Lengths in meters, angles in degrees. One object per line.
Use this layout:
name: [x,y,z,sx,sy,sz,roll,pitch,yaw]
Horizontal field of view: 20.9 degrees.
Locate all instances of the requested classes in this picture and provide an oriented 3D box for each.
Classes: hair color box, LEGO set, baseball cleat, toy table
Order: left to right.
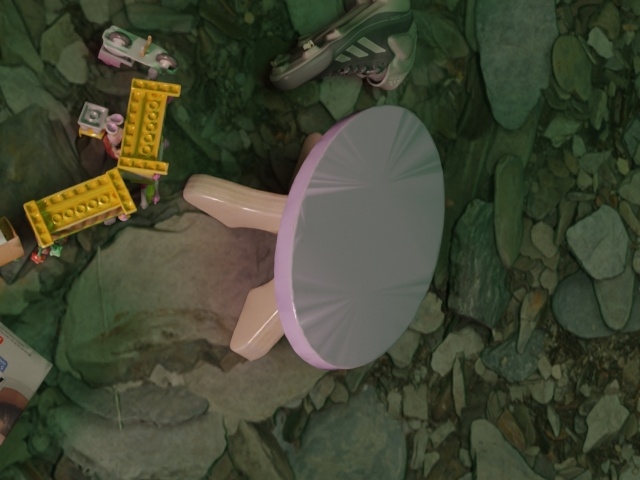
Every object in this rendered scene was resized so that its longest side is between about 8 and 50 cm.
hair color box: [-0.323,0.151,1.538,0.093,0.053,0.167,43,63,-26]
LEGO set: [-0.214,-0.056,1.640,0.132,0.107,0.287,29,69,6]
toy table: [0.000,0.000,1.733,0.252,0.161,0.274,44,60,-25]
baseball cleat: [0.037,-0.192,1.839,0.206,0.072,0.109,-39,115,-30]
